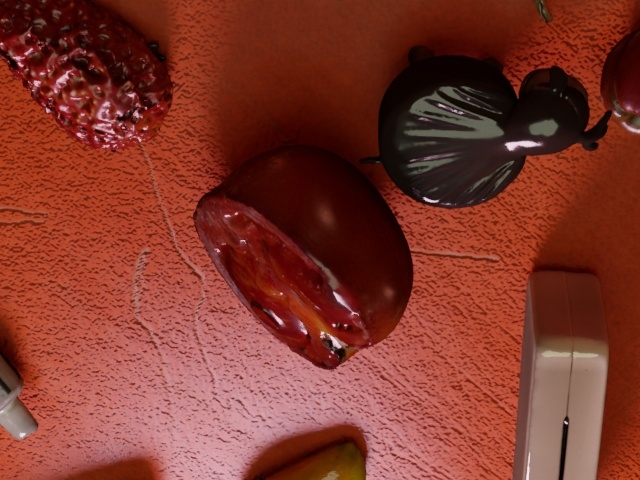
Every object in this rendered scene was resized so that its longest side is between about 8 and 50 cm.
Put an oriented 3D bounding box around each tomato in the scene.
[{"bbox_3d":[0.000,0.000,1.622,0.200,0.139,0.233,48,158,-6],"label":"tomato"}]

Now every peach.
[{"bbox_3d":[0.290,-0.141,1.556,0.100,0.101,0.101,2,123,3],"label":"peach"}]

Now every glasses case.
[{"bbox_3d":[0.225,0.188,1.745,0.070,0.131,0.313,1,122,2],"label":"glasses case"}]

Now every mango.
[{"bbox_3d":[-0.021,0.275,1.862,0.101,0.066,0.187,41,108,-21],"label":"mango"}]

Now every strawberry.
[{"bbox_3d":[-0.218,-0.144,1.595,0.188,0.082,0.121,34,122,-20],"label":"strawberry"}]

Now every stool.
[{"bbox_3d":[0.139,-0.107,1.567,0.217,0.121,0.125,-14,119,15],"label":"stool"}]

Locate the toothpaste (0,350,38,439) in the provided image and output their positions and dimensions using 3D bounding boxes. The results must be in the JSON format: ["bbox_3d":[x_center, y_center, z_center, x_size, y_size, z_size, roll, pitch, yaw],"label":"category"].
[{"bbox_3d":[-0.398,0.048,1.744,0.098,0.061,0.392,-28,114,20],"label":"toothpaste"}]

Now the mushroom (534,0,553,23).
[{"bbox_3d":[0.135,-0.299,1.507,0.026,0.028,0.286,-39,122,-22],"label":"mushroom"}]
